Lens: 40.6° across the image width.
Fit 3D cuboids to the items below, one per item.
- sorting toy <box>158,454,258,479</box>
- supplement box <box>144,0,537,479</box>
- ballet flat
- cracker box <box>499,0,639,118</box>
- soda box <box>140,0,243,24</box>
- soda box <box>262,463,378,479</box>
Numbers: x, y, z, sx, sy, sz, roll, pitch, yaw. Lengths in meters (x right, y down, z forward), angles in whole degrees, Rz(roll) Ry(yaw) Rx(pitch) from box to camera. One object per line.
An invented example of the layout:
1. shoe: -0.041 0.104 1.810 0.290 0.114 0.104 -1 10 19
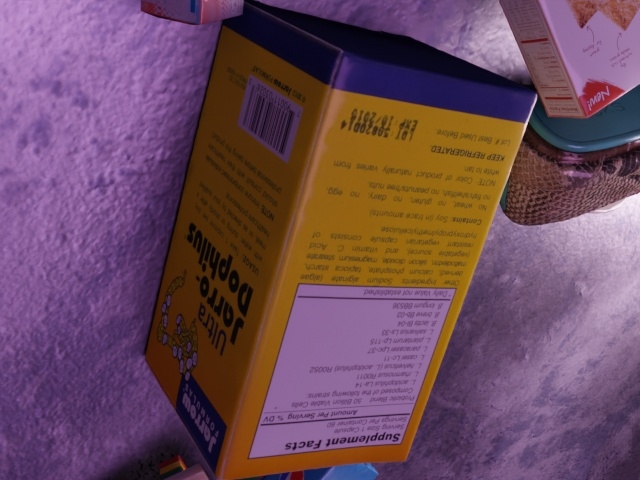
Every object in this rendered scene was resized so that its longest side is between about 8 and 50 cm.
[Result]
1. sorting toy: -0.172 0.294 0.895 0.274 0.046 0.132 -24 127 -5
2. supplement box: 0.000 0.000 0.753 0.194 0.195 0.357 4 112 -33
3. ballet flat: 0.403 -0.128 0.980 0.482 0.164 0.182 -18 145 -16
4. cracker box: 0.246 -0.251 0.804 0.155 0.067 0.232 -33 109 -13
5. soda box: -0.089 -0.255 0.631 0.063 0.058 0.183 -38 141 -56
6. soda box: -0.037 0.310 0.983 0.210 0.067 0.071 -47 129 0
